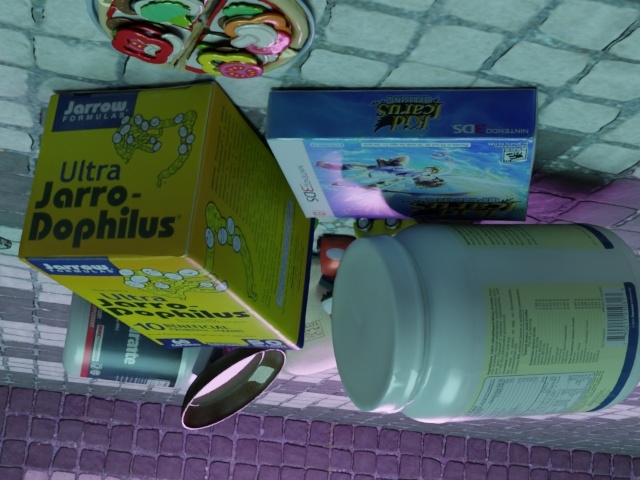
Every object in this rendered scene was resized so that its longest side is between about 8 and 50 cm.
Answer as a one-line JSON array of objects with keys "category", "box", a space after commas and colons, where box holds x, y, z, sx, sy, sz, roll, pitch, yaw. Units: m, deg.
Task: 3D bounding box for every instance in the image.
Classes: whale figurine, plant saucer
[{"category": "whale figurine", "box": [-0.029, 0.107, 1.670, 0.216, 0.141, 0.272, -17, 138, 1]}, {"category": "plant saucer", "box": [-0.146, 0.227, 1.607, 0.199, 0.036, 0.198, -32, 157, -16]}]

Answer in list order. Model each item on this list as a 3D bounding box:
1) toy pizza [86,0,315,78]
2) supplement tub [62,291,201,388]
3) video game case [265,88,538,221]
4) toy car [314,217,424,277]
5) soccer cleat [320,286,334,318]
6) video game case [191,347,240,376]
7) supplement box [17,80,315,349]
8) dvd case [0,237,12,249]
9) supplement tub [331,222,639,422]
[{"category": "toy pizza", "box": [-0.105, -0.185, 0.883, 0.201, 0.032, 0.201, 4, 162, 1]}, {"category": "supplement tub", "box": [-0.301, 0.156, 1.749, 0.272, 0.191, 0.191, 8, 162, -13]}, {"category": "video game case", "box": [0.096, -0.087, 1.100, 0.270, 0.061, 0.244, 1, 163, 10]}, {"category": "toy car", "box": [0.000, 0.000, 1.407, 0.225, 0.053, 0.239, 13, 160, -27]}, {"category": "soccer cleat", "box": [0.137, 0.074, 1.420, 0.318, 0.116, 0.109, -26, -177, 42]}, {"category": "video game case", "box": [-0.136, 0.148, 1.675, 0.023, 0.201, 0.183, 17, 167, 19]}, {"category": "supplement box", "box": [-0.154, -0.009, 1.160, 0.194, 0.195, 0.356, -1, 159, 18]}, {"category": "dvd case", "box": [-0.568, -0.005, 1.602, 0.087, 0.013, 0.119, -7, 160, 32]}, {"category": "supplement tub", "box": [0.198, 0.095, 1.193, 0.325, 0.235, 0.235, 0, 165, -20]}]
